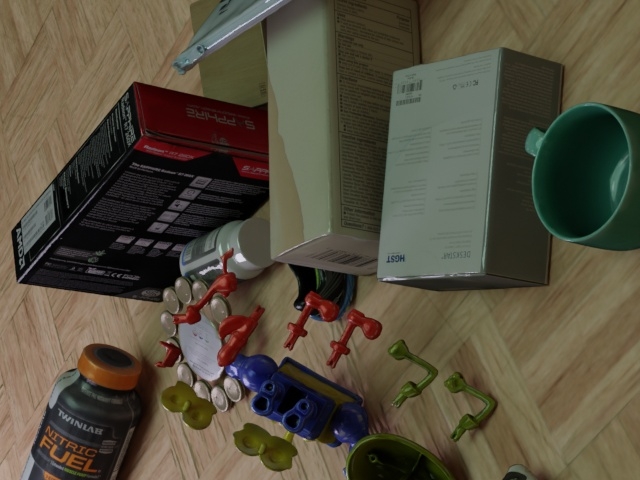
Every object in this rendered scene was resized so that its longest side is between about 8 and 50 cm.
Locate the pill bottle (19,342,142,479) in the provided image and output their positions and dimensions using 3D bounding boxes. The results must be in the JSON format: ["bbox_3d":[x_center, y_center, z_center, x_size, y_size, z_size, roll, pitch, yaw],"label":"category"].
[{"bbox_3d":[-0.333,0.270,2.185,0.130,0.130,0.246,44,117,51],"label":"pill bottle"}]

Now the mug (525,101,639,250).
[{"bbox_3d":[0.270,-0.066,1.428,0.129,0.097,0.158,-46,46,40],"label":"mug"}]

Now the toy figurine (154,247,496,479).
[{"bbox_3d":[0.017,0.170,1.715,0.362,0.217,0.191,26,89,11],"label":"toy figurine"}]

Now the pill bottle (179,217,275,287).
[{"bbox_3d":[-0.115,0.018,1.982,0.137,0.078,0.078,-22,64,51],"label":"pill bottle"}]

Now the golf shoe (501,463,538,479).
[{"bbox_3d":[0.162,0.304,1.521,0.198,0.077,0.094,-50,33,27],"label":"golf shoe"}]

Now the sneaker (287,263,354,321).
[{"bbox_3d":[0.000,0.000,1.819,0.067,0.078,0.188,-14,69,53],"label":"sneaker"}]

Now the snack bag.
[{"bbox_3d":[-0.006,-0.352,1.807,0.323,0.037,0.342,-24,28,49],"label":"snack bag"}]

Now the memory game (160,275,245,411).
[{"bbox_3d":[-0.150,0.134,2.000,0.186,0.012,0.186,24,123,43],"label":"memory game"}]

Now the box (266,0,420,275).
[{"bbox_3d":[0.029,-0.129,1.754,0.121,0.148,0.311,-24,61,50],"label":"box"}]

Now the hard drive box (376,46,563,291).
[{"bbox_3d":[0.152,-0.068,1.607,0.181,0.089,0.232,-4,78,55],"label":"hard drive box"}]

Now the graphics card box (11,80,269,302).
[{"bbox_3d":[-0.223,-0.052,2.020,0.371,0.232,0.094,-44,49,42],"label":"graphics card box"}]

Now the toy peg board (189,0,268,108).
[{"bbox_3d":[-0.088,-0.252,2.034,0.161,0.079,0.161,-10,89,55],"label":"toy peg board"}]
